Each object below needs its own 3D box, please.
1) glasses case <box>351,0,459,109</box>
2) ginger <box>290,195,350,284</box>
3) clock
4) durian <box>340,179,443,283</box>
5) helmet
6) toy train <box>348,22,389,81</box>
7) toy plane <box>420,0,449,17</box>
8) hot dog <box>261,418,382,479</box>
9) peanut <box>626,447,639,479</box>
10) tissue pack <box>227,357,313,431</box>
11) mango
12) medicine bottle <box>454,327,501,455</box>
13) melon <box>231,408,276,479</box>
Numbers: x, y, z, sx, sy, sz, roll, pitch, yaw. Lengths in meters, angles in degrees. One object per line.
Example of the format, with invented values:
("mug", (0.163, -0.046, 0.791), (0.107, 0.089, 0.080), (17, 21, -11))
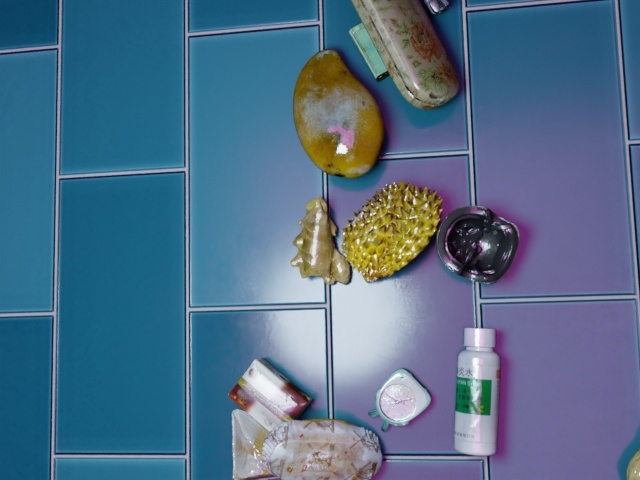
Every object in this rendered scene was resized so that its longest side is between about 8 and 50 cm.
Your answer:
("glasses case", (0.172, -0.484, 1.658), (0.098, 0.156, 0.426), (-37, 75, 48))
("ginger", (-0.010, 0.010, 1.667), (0.115, 0.081, 0.206), (-18, 87, 20))
("clock", (0.165, 0.352, 1.617), (0.135, 0.041, 0.101), (-43, 79, 4))
("durian", (0.147, -0.035, 1.597), (0.138, 0.183, 0.250), (42, 87, -14))
("helmet", (0.325, 0.007, 1.591), (0.176, 0.107, 0.153), (27, 89, -2))
("toy train", (0.127, -0.439, 1.714), (0.070, 0.038, 0.148), (-30, 80, 8))
("toy plane", (0.241, -0.578, 1.693), (0.053, 0.078, 0.197), (-28, 65, 8))
("hot dog", (0.008, 0.447, 1.575), (0.267, 0.075, 0.145), (13, 91, -17))
("peanut", (0.693, 0.424, 1.501), (0.099, 0.099, 0.214), (38, 97, 11))
("tissue pack", (-0.110, 0.345, 1.634), (0.148, 0.099, 0.106), (37, 91, 11))
("mango", (0.034, -0.285, 1.661), (0.192, 0.146, 0.317), (-17, 75, 1))
("medicine bottle", (0.332, 0.315, 1.567), (0.095, 0.095, 0.260), (4, 83, 10))
("melon", (-0.149, 0.475, 1.633), (0.202, 0.093, 0.139), (43, 99, 14))
